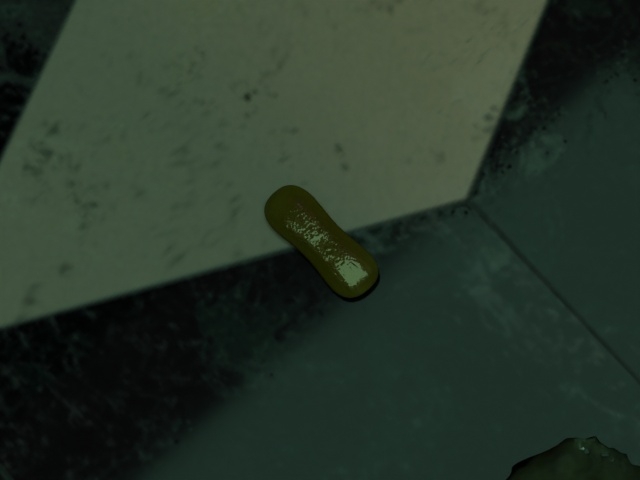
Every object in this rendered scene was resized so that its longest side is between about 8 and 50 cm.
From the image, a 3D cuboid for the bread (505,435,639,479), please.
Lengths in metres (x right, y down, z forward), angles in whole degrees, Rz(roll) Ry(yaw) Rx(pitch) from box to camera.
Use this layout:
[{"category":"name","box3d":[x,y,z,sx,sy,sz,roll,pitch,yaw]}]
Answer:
[{"category":"bread","box3d":[0.215,0.309,0.871,0.239,0.264,0.395,-40,40,-2]}]

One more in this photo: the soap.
[{"category":"soap","box3d":[0.000,0.000,1.108,0.034,0.012,0.089,-44,75,-6]}]
